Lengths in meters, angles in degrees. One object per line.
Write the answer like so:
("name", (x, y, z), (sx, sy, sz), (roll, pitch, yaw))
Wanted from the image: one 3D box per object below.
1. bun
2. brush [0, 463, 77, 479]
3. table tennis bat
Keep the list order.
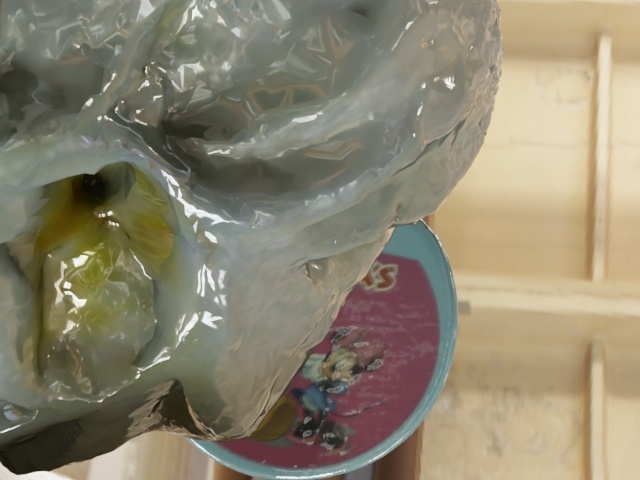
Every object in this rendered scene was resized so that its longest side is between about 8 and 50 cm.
("bun", (-0.108, -0.051, 0.542), (0.354, 0.354, 0.194), (-12, -135, -4))
("brush", (-0.116, 0.189, 0.604), (0.266, 0.174, 0.166), (31, -73, 37))
("table tennis bat", (0.000, 0.000, 0.763), (0.153, 0.040, 0.244), (14, -79, -5))
